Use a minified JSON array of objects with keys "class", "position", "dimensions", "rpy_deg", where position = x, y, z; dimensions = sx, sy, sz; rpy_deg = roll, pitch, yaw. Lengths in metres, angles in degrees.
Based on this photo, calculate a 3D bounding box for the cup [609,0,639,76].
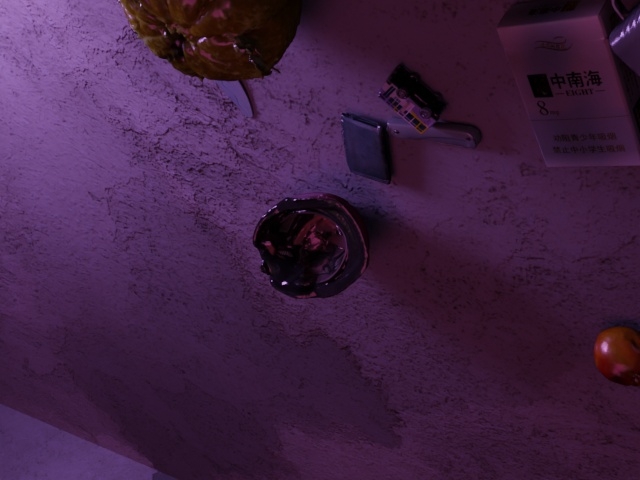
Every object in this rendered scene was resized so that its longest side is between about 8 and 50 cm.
[{"class":"cup","position":[0.420,-0.279,1.266],"dimensions":[0.128,0.095,0.129],"rpy_deg":[41,147,-4]}]

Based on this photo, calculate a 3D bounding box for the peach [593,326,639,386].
[{"class":"peach","position":[0.508,0.191,1.730],"dimensions":[0.100,0.101,0.101],"rpy_deg":[24,143,19]}]

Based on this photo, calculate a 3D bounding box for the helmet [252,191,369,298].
[{"class":"helmet","position":[0.000,0.000,1.910],"dimensions":[0.253,0.154,0.198],"rpy_deg":[-21,96,31]}]

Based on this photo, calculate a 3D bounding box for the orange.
[{"class":"orange","position":[-0.164,-0.376,1.567],"dimensions":[0.300,0.223,0.301],"rpy_deg":[46,150,-19]}]

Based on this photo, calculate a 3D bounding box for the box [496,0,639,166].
[{"class":"box","position":[0.354,-0.215,1.423],"dimensions":[0.155,0.067,0.243],"rpy_deg":[2,132,38]}]

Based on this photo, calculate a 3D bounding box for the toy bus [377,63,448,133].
[{"class":"toy bus","position":[0.141,-0.220,1.617],"dimensions":[0.102,0.052,0.058],"rpy_deg":[39,144,-6]}]

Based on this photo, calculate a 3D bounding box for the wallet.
[{"class":"wallet","position":[0.078,-0.158,1.763],"dimensions":[0.088,0.026,0.129],"rpy_deg":[21,143,29]}]

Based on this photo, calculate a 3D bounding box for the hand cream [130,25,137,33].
[{"class":"hand cream","position":[-0.324,-0.411,1.838],"dimensions":[0.035,0.022,0.102],"rpy_deg":[29,139,12]}]

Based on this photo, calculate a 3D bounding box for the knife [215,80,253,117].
[{"class":"knife","position":[-0.198,-0.318,1.830],"dimensions":[0.260,0.035,0.063],"rpy_deg":[44,139,-19]}]

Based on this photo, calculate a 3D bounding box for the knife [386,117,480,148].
[{"class":"knife","position":[0.182,-0.171,1.661],"dimensions":[0.162,0.023,0.044],"rpy_deg":[11,142,32]}]
